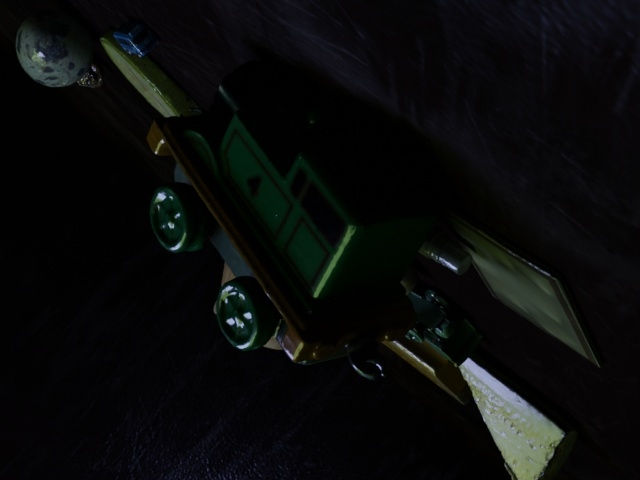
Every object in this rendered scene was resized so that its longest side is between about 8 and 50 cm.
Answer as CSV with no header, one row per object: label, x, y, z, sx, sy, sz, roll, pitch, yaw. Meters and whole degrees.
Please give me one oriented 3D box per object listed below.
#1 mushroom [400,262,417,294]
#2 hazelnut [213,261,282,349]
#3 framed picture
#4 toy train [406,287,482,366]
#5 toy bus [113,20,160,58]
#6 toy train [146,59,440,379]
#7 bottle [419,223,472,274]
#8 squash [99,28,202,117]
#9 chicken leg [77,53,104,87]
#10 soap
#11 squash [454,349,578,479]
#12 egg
mushroom,0.101,0.047,1.580,0.084,0.067,0.083,40,180,0
hazelnut,-0.068,0.064,1.805,0.261,0.241,0.261,-14,-90,-89
framed picture,0.223,0.051,1.200,0.173,0.010,0.231,36,171,36
toy train,0.143,0.109,1.683,0.200,0.083,0.132,36,174,44
toy bus,-0.273,-0.300,1.606,0.046,0.038,0.083,49,169,-29
toy train,-0.034,-0.039,1.191,0.178,0.249,0.429,-9,-129,-40
bottle,0.085,-0.029,1.249,0.217,0.060,0.060,38,172,32
squash,-0.298,-0.275,1.868,0.219,0.041,0.219,41,172,7
chicken leg,-0.524,-0.400,2.258,0.198,0.069,0.085,47,-162,12
soap,0.185,0.196,1.991,0.232,0.073,0.140,37,175,27
squash,0.296,0.282,1.787,0.252,0.093,0.169,37,127,28
egg,-0.489,-0.355,1.992,0.141,0.141,0.181,41,174,2
